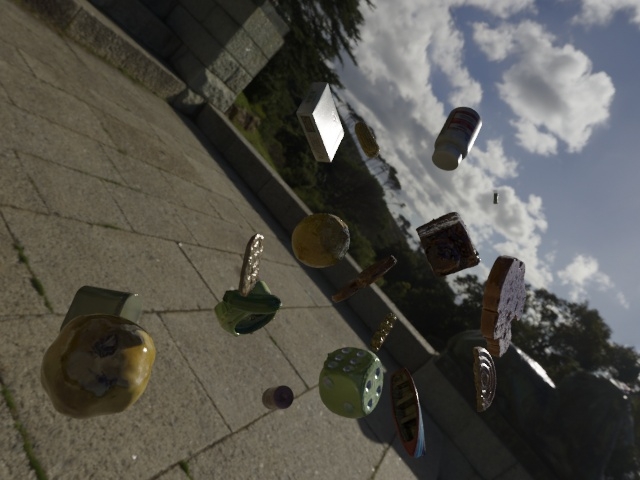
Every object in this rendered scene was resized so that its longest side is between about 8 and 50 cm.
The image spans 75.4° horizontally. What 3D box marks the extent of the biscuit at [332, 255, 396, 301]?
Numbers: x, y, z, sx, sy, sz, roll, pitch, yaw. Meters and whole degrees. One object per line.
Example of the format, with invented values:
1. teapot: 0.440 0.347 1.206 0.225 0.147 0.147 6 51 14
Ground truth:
1. biscuit: 0.189 0.176 1.791 0.052 0.262 0.277 54 -32 1

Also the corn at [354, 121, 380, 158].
1. corn: 0.223 -0.485 2.003 0.080 0.080 0.238 36 27 -48

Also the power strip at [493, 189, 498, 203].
1. power strip: 0.646 -0.161 1.529 0.090 0.016 0.040 -36 124 -64

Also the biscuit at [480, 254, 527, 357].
1. biscuit: 0.425 0.145 0.968 0.047 0.202 0.334 19 -20 35

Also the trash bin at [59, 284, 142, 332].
1. trash bin: -0.861 0.302 1.629 0.247 0.244 0.121 9 -21 16

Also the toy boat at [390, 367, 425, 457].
1. toy boat: 0.362 0.705 1.700 0.079 0.136 0.392 38 26 -24

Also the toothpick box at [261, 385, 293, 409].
1. toothpick box: -0.193 0.705 1.857 0.098 0.098 0.149 45 -35 -5

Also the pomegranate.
1. pomegranate: -0.709 0.401 1.338 0.332 0.332 0.332 44 9 -8

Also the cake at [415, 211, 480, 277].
1. cake: 0.499 0.016 1.622 0.196 0.198 0.293 66 15 -6

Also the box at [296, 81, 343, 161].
1. box: 0.004 -0.416 1.477 0.067 0.155 0.243 12 -27 25

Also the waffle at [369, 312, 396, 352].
1. waffle: 0.205 0.328 1.427 0.046 0.161 0.192 32 36 13

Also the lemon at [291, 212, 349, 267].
1. lemon: 0.000 0.000 1.464 0.192 0.231 0.193 23 60 -49

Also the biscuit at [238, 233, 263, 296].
1. biscuit: -0.152 0.055 0.916 0.018 0.147 0.071 17 13 16

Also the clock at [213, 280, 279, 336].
1. clock: -0.290 0.303 1.728 0.096 0.234 0.308 54 -10 29

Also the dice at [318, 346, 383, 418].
1. dice: 0.148 0.688 2.023 0.252 0.254 0.250 -29 117 -55

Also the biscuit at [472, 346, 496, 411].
1. biscuit: 0.605 0.504 1.518 0.144 0.225 0.033 8 -11 -42

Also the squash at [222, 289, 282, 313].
1. squash: -0.247 0.221 1.490 0.219 0.078 0.068 9 9 7

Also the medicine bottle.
1. medicine bottle: 0.308 -0.230 0.944 0.079 0.140 0.079 26 -24 12
